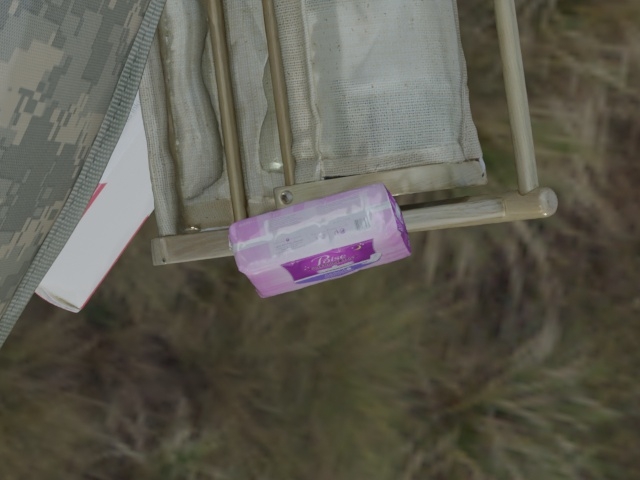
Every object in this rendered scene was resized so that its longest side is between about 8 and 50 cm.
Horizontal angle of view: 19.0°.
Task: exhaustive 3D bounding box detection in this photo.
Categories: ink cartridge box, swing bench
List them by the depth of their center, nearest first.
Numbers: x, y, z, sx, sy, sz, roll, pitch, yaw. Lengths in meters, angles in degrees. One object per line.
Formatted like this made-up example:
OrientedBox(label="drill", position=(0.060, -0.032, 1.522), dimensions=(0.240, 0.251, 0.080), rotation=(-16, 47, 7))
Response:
OrientedBox(label="swing bench", position=(-0.002, -0.123, 1.230), dimensions=(0.165, 0.255, 0.253), rotation=(-8, 91, -32))
OrientedBox(label="ink cartridge box", position=(-0.279, -0.101, 1.710), dimensions=(0.207, 0.283, 0.117), rotation=(-55, 158, -2))

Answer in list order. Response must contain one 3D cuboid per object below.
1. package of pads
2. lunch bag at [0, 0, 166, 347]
OrientedBox(label="package of pads", position=(0.000, 0.000, 0.938), dimensions=(0.050, 0.083, 0.032), rotation=(56, 20, -71))
OrientedBox(label="lunch bag", position=(-0.141, -0.101, 0.543), dimensions=(0.287, 0.169, 0.235), rotation=(-59, 165, 5))
